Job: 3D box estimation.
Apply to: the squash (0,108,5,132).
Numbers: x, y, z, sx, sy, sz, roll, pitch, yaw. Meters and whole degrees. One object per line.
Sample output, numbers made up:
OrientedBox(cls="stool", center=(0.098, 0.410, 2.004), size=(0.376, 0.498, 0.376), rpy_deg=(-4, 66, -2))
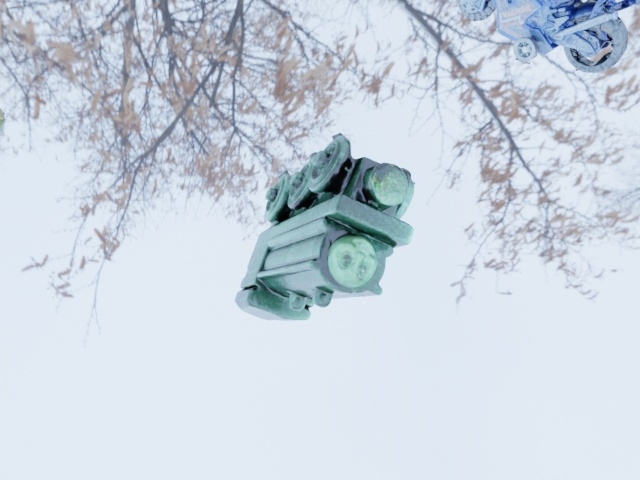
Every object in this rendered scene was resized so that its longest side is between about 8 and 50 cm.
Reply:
OrientedBox(cls="squash", center=(-0.589, -0.149, 0.883), size=(0.219, 0.068, 0.077), rpy_deg=(-31, -129, -5))

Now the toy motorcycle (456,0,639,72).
OrientedBox(cls="toy motorcycle", center=(0.231, -0.256, 0.595), size=(0.076, 0.114, 0.205), rpy_deg=(-34, -122, -30))

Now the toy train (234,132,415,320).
OrientedBox(cls="toy train", center=(0.000, 0.000, 0.390), size=(0.071, 0.170, 0.111), rpy_deg=(22, -106, -19))
